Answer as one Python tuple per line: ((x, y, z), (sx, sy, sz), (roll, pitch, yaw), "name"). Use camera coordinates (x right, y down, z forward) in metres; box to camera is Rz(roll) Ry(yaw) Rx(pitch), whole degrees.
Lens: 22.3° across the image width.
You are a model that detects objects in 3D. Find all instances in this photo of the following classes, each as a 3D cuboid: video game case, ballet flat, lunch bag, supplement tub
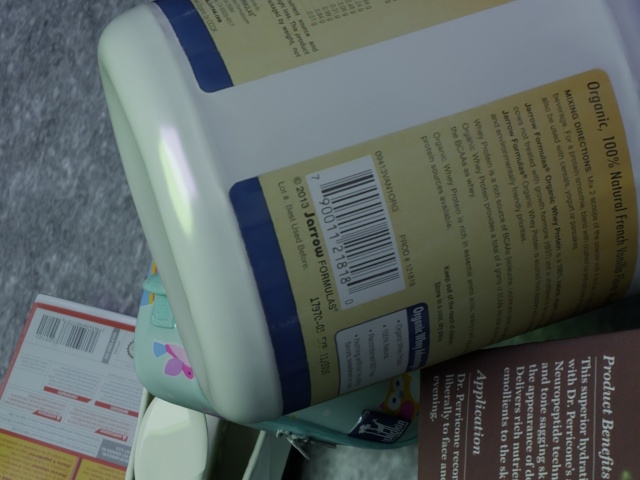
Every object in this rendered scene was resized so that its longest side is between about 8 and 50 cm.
((-0.187, 0.194, 1.252), (0.204, 0.025, 0.285), (12, 75, 29), "video game case")
((-0.067, 0.070, 1.153), (0.139, 0.139, 0.400), (-3, 72, 45), "ballet flat")
((0.000, 0.000, 1.060), (0.108, 0.224, 0.279), (7, 81, 47), "lunch bag")
((0.061, -0.053, 0.868), (0.316, 0.228, 0.228), (-18, 54, -9), "supplement tub")

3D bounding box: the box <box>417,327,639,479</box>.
((0.177, 0.147, 0.874), (0.203, 0.167, 0.168), (-11, 69, 43), "box")
